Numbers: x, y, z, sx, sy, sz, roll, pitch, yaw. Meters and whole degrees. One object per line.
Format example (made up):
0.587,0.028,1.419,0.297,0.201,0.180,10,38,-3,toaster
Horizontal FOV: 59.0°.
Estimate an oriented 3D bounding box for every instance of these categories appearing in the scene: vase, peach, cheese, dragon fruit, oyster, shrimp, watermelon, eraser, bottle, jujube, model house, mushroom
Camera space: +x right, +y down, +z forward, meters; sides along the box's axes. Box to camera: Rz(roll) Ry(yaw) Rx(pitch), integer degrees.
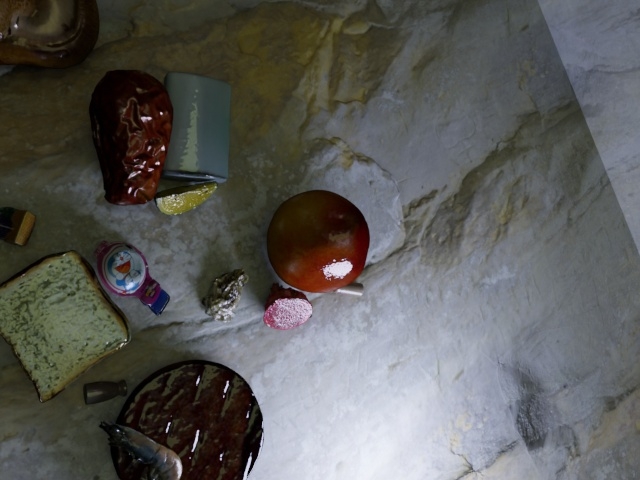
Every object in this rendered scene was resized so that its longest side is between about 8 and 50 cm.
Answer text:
-0.552,0.387,1.452,0.100,0.053,0.053,-3,87,-31,vase
0.000,0.000,1.614,0.307,0.332,0.308,11,66,-27,peach
-0.493,0.098,1.491,0.244,0.062,0.155,50,39,-25,cheese
-0.100,0.181,1.680,0.153,0.153,0.111,11,42,-26,dragon fruit
-0.272,0.150,1.617,0.108,0.053,0.166,22,83,-13,oyster
-0.476,0.568,1.384,0.262,0.051,0.198,44,72,-22,shrimp
-0.379,-0.110,1.567,0.181,0.092,0.075,-21,109,-35,watermelon
-0.350,-0.311,1.589,0.189,0.104,0.290,4,83,-23,eraser
0.088,0.152,1.803,0.096,0.045,0.045,11,80,-24,bottle
-0.484,-0.258,1.452,0.216,0.216,0.342,5,91,-27,jujube
-0.748,-0.040,1.362,0.100,0.100,0.088,20,77,-23,model house
-0.698,-0.556,1.344,0.345,0.259,0.346,2,85,-27,mushroom

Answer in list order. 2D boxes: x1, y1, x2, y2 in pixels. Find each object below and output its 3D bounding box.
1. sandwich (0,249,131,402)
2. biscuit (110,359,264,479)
-0.647,0.195,1.395,0.271,0.099,0.301,-36,100,-31,sandwich
-0.351,0.525,1.523,0.407,0.091,0.408,1,88,-27,biscuit
